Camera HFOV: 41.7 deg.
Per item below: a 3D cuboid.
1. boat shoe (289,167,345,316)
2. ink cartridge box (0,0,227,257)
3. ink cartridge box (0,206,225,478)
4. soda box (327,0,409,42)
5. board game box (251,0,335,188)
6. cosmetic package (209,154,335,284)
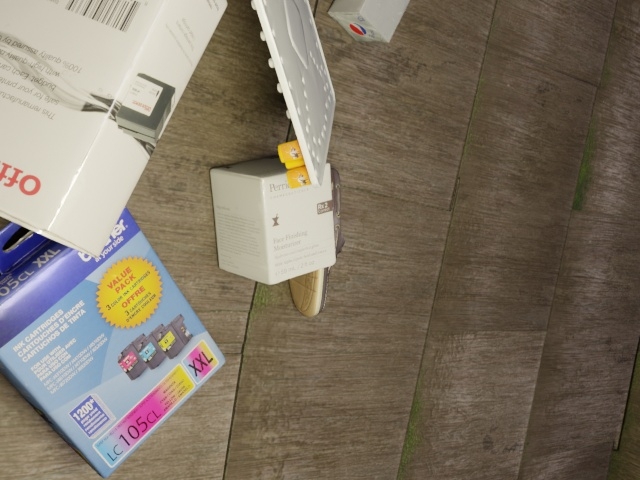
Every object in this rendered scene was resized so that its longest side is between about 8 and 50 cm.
[{"bbox_3d":[0.000,0.000,1.564,0.092,0.103,0.285,-5,98,-36],"label":"boat shoe"},{"bbox_3d":[-0.340,-0.216,1.066,0.394,0.286,0.166,-65,167,-8],"label":"ink cartridge box"},{"bbox_3d":[-0.354,0.115,1.249,0.270,0.151,0.395,-45,124,-25],"label":"ink cartridge box"},{"bbox_3d":[0.129,-0.512,1.557,0.098,0.091,0.286,34,78,-42],"label":"soda box"},{"bbox_3d":[-0.060,-0.326,1.304,0.390,0.050,0.389,-82,156,-60],"label":"board game box"},{"bbox_3d":[-0.081,-0.041,1.445,0.151,0.151,0.183,-17,111,-39],"label":"cosmetic package"}]
